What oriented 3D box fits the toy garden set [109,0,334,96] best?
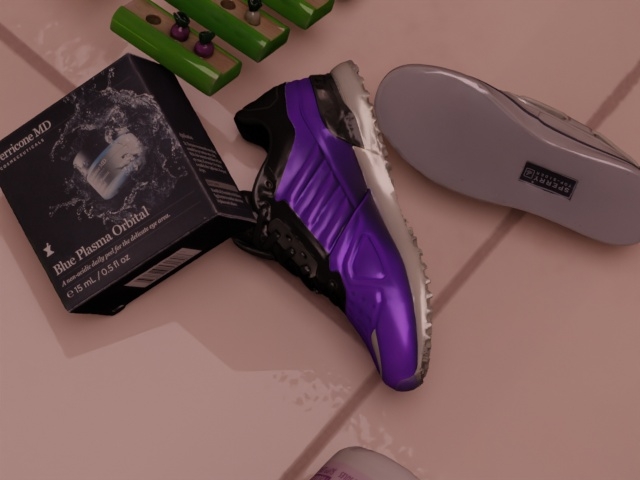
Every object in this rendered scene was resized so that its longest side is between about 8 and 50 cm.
[{"bbox_3d":[-0.095,-0.246,1.663,0.204,0.049,0.244,35,46,15],"label":"toy garden set"}]

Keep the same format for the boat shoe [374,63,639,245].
[{"bbox_3d":[0.172,-0.083,1.676,0.268,0.088,0.096,20,109,-3],"label":"boat shoe"}]

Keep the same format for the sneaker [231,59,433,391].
[{"bbox_3d":[0.000,0.000,1.631,0.146,0.102,0.293,-14,71,-6],"label":"sneaker"}]

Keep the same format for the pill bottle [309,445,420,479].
[{"bbox_3d":[-0.019,0.316,1.486,0.169,0.169,0.301,42,72,6],"label":"pill bottle"}]

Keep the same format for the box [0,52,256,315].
[{"bbox_3d":[-0.165,-0.043,1.589,0.156,0.093,0.158,-33,77,13],"label":"box"}]
